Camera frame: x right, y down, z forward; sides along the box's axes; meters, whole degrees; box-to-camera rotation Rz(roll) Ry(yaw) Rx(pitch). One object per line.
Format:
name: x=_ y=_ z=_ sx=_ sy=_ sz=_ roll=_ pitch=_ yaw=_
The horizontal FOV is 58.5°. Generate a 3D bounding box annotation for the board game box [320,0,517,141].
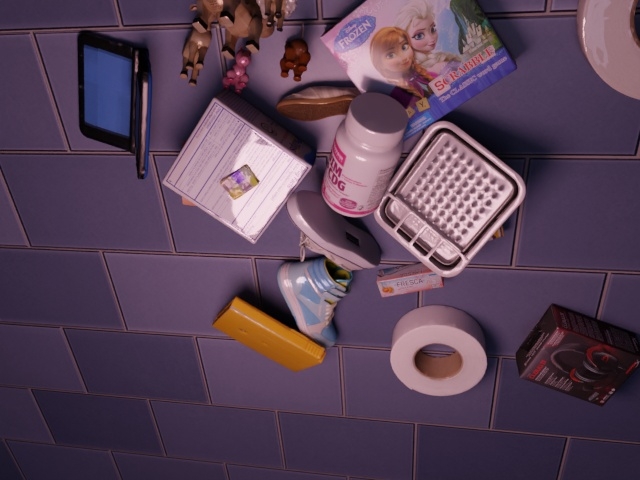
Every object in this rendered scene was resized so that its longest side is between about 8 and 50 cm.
board game box: x=0.219 y=-0.431 z=1.289 sx=0.318 sy=0.066 sz=0.318 roll=-32 pitch=111 yaw=27

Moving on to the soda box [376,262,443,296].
soda box: x=0.256 y=0.108 z=1.624 sx=0.183 sy=0.063 sz=0.058 roll=-11 pitch=119 yaw=17

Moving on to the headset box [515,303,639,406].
headset box: x=0.722 y=0.327 z=1.640 sx=0.293 sy=0.110 sz=0.218 roll=20 pitch=124 yaw=-2

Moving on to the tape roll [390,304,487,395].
tape roll: x=0.354 y=0.336 z=1.727 sx=0.286 sy=0.100 sz=0.286 roll=5 pitch=123 yaw=8

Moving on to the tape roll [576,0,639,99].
tape roll: x=0.729 y=-0.477 z=1.155 sx=0.392 sy=0.072 sz=0.392 roll=5 pitch=123 yaw=8

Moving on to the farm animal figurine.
farm animal figurine: x=-0.187 y=-0.483 z=1.270 sx=0.330 sy=0.172 sz=0.327 roll=3 pitch=164 yaw=10

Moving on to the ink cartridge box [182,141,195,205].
ink cartridge box: x=-0.312 y=-0.175 z=1.573 sx=0.145 sy=0.045 sz=0.179 roll=7 pitch=125 yaw=6

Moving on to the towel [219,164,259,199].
towel: x=-0.197 y=-0.140 z=1.391 sx=0.083 sy=0.009 sz=0.060 roll=-30 pitch=108 yaw=17

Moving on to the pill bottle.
pill bottle: x=0.103 y=-0.199 z=1.357 sx=0.160 sy=0.160 sz=0.283 roll=17 pitch=143 yaw=0

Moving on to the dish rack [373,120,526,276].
dish rack: x=0.320 y=-0.103 z=1.430 sx=0.285 sy=0.072 sz=0.333 roll=42 pitch=124 yaw=13

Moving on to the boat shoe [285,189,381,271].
boat shoe: x=0.001 y=-0.007 z=1.521 sx=0.156 sy=0.136 sz=0.367 roll=-21 pitch=147 yaw=31

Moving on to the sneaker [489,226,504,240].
sneaker: x=0.414 y=-0.075 z=1.473 sx=0.084 sy=0.069 sz=0.185 roll=-18 pitch=116 yaw=15

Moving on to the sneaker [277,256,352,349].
sneaker: x=0.025 y=0.186 z=1.685 sx=0.208 sy=0.127 sz=0.319 roll=-17 pitch=118 yaw=22

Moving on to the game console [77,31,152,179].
game console: x=-0.525 y=-0.337 z=1.445 sx=0.173 sy=0.250 sz=0.293 roll=0 pitch=126 yaw=-20

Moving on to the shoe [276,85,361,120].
shoe: x=-0.001 y=-0.340 z=1.404 sx=0.219 sy=0.058 sz=0.076 roll=0 pitch=153 yaw=16

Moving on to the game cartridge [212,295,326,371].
game cartridge: x=-0.162 y=0.298 z=1.763 sx=0.323 sy=0.053 sz=0.285 roll=30 pitch=154 yaw=-10

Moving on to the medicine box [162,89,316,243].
medicine box: x=-0.202 y=-0.189 z=1.457 sx=0.289 sy=0.149 sz=0.263 roll=34 pitch=113 yaw=-11
